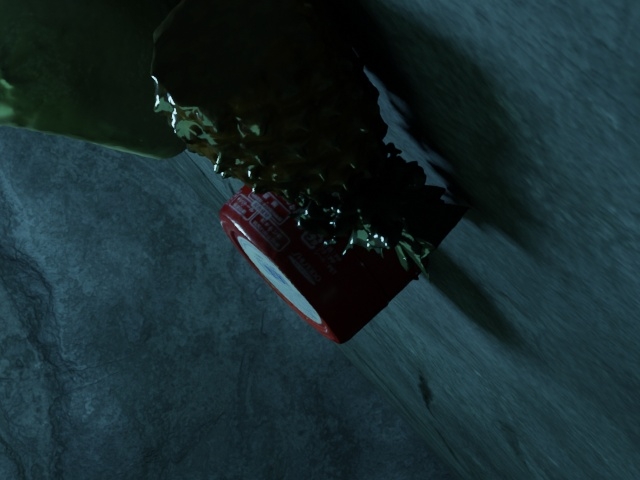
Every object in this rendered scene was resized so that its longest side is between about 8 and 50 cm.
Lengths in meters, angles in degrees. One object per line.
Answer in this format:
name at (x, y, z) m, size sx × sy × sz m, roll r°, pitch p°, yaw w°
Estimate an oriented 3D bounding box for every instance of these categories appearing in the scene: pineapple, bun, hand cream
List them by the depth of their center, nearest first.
pineapple at (0.007, -0.071, 1.076) m, size 0.169 × 0.169 × 0.340 m, roll 41°, pitch 178°, yaw 44°
bun at (-0.275, -0.228, 1.418) m, size 0.349 × 0.227 × 0.352 m, roll 20°, pitch -169°, yaw 25°
hand cream at (0.000, 0.000, 1.522) m, size 0.230 × 0.149 × 0.230 m, roll 47°, pitch 171°, yaw 10°
